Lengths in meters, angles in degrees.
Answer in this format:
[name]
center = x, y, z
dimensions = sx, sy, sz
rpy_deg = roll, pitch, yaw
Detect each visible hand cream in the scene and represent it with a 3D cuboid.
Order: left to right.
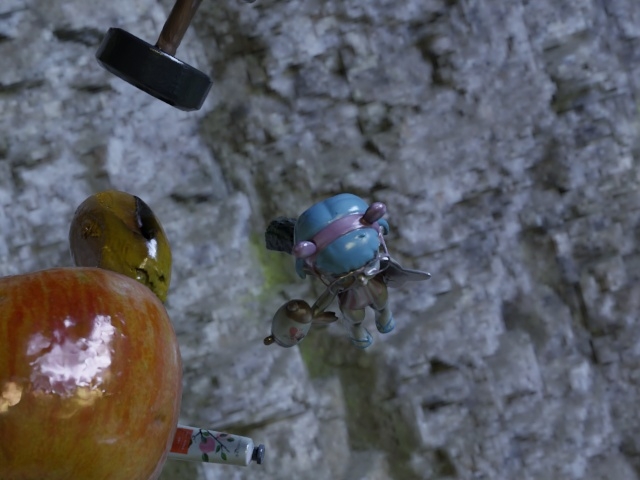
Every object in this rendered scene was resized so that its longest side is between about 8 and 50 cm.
[hand cream]
center = -0.216, 0.365, 1.998
dimensions = 0.234, 0.080, 0.050
rpy_deg = 7, -34, 7

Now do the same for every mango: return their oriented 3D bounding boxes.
[mango]
center = -0.284, 0.019, 1.625
dimensions = 0.151, 0.156, 0.248
rpy_deg = -49, 40, 1

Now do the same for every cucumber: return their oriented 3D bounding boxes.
[cucumber]
center = 0.001, -0.003, 1.848
dimensions = 0.078, 0.062, 0.211
rpy_deg = -2, 6, -43

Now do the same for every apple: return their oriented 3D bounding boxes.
[apple]
center = -0.270, 0.174, 1.033
dimensions = 0.301, 0.301, 0.301
rpy_deg = -16, 4, 1

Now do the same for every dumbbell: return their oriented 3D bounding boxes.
[dumbbell]
center = -0.179, -0.292, 1.450
dimensions = 0.152, 0.218, 0.152
rpy_deg = 28, 5, -3

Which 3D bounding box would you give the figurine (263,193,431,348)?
[figurine]
center = 0.018, 0.049, 1.291
dimensions = 0.205, 0.103, 0.260
rpy_deg = -22, -33, 0
